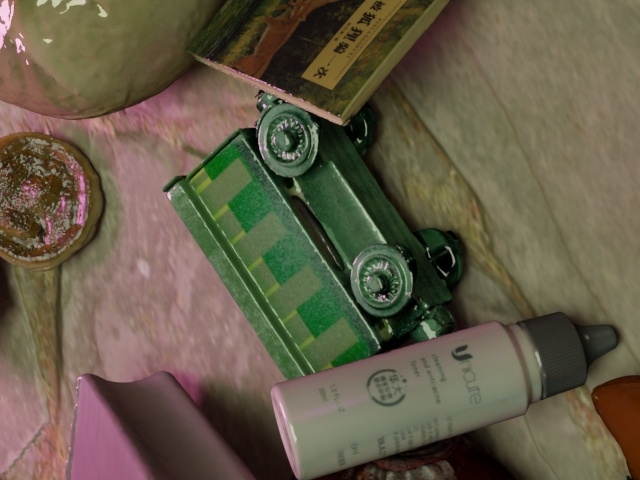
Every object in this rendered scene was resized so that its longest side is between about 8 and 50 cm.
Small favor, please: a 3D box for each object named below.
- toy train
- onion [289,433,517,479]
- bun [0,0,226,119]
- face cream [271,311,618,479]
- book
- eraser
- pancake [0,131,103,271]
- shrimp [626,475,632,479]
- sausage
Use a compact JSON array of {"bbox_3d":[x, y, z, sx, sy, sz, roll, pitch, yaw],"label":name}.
[{"bbox_3d":[0.000,0.000,1.406,0.202,0.120,0.300,-41,76,28],"label":"toy train"},{"bbox_3d":[0.074,0.285,1.345,0.206,0.207,0.216,12,106,31],"label":"onion"},{"bbox_3d":[-0.268,-0.299,1.471,0.361,0.213,0.361,2,93,28],"label":"bun"},{"bbox_3d":[0.116,0.128,1.303,0.312,0.092,0.092,-15,87,-7],"label":"face cream"},{"bbox_3d":[-0.006,-0.200,1.365,0.228,0.024,0.160,29,75,44],"label":"book"},{"bbox_3d":[-0.150,0.310,1.404,0.359,0.122,0.272,-146,62,-62],"label":"eraser"},{"bbox_3d":[-0.312,-0.044,1.597,0.158,0.028,0.158,0,89,6],"label":"pancake"},{"bbox_3d":[0.319,0.352,1.266,0.164,0.062,0.316,-7,105,29],"label":"shrimp"},{"bbox_3d":[0.308,0.188,1.271,0.089,0.089,0.179,-39,82,26],"label":"sausage"}]
